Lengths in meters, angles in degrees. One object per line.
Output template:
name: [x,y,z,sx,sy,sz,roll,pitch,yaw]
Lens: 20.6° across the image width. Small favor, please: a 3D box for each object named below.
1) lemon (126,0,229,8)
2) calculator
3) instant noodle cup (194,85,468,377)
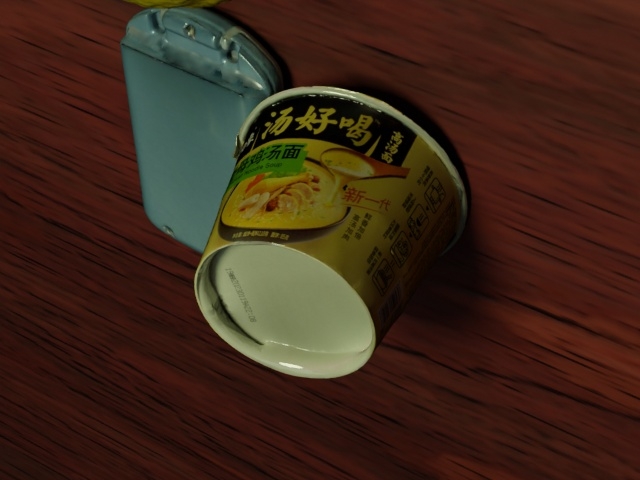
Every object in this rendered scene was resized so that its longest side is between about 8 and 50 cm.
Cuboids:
lemon: [-0.073,-0.211,0.907,0.180,0.180,0.193,34,164,16]
calculator: [-0.073,-0.061,1.159,0.121,0.039,0.210,25,139,29]
instant noodle cup: [0.000,0.000,1.048,0.151,0.122,0.151,14,136,14]
